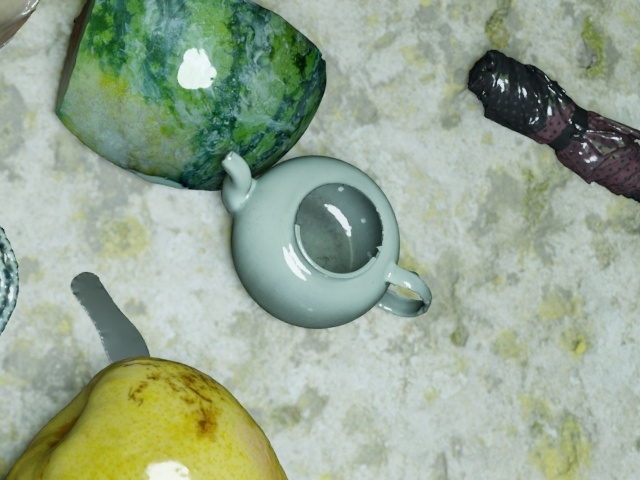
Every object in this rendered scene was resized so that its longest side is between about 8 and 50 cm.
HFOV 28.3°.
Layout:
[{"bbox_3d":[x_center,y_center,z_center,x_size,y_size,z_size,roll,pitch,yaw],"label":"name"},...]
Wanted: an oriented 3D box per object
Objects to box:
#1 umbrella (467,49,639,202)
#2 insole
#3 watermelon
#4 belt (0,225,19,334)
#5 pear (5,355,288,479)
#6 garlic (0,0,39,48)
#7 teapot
[{"bbox_3d":[0.325,-0.131,1.594,0.326,0.094,0.090,30,82,-14],"label":"umbrella"},{"bbox_3d":[-0.221,0.093,1.351,0.045,0.002,0.135,-34,93,-27],"label":"insole"},{"bbox_3d":[-0.121,-0.173,1.391,0.305,0.180,0.224,16,116,-23],"label":"watermelon"},{"bbox_3d":[-0.406,0.060,1.191,0.295,0.160,0.207,-41,95,-25],"label":"belt"},{"bbox_3d":[-0.158,0.249,1.207,0.271,0.271,0.271,6,75,-22],"label":"pear"},{"bbox_3d":[-0.370,-0.230,1.308,0.195,0.101,0.087,-26,84,-27],"label":"garlic"},{"bbox_3d":[0.000,0.000,1.399,0.294,0.129,0.193,33,68,-13],"label":"teapot"}]
